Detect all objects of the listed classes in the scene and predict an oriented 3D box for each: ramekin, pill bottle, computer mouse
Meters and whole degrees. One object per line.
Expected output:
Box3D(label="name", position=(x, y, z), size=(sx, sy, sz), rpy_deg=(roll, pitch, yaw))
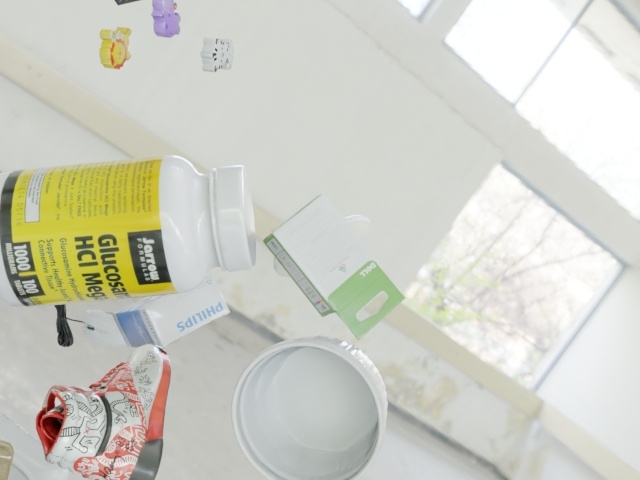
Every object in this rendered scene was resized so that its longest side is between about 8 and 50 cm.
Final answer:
Box3D(label="ramekin", position=(-0.007, 0.225, 1.226), size=(0.207, 0.207, 0.109), rpy_deg=(35, 13, 8))
Box3D(label="pill bottle", position=(-0.261, -0.016, 1.217), size=(0.334, 0.187, 0.188), rpy_deg=(-6, 1, 2))
Box3D(label="computer mouse", position=(-0.438, 0.169, 1.787), size=(0.193, 0.106, 0.042), rpy_deg=(6, 12, 11))

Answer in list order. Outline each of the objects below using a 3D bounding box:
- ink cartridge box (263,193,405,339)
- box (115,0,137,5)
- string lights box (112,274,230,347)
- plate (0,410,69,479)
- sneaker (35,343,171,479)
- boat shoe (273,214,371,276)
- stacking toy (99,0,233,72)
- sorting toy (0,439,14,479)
Box3D(label="ink cartridge box", position=(0.021, 0.044, 1.401), size=(0.209, 0.109, 0.062), rpy_deg=(51, -23, -1))
Box3D(label="box", position=(-0.322, -0.433, 1.470), size=(0.083, 0.052, 0.062), rpy_deg=(59, 22, -69))
Box3D(label="string lights box", position=(-0.272, 0.131, 1.623), size=(0.076, 0.133, 0.260), rpy_deg=(65, -25, -4))
Box3D(label="plate", position=(-0.578, 0.467, 1.648), size=(0.277, 0.278, 0.045), rpy_deg=(25, 17, 33))
Box3D(label="sneaker", position=(-0.277, 0.200, 1.163), size=(0.145, 0.090, 0.270), rpy_deg=(25, 24, -21))
Box3D(label="boat shoe", position=(0.000, 0.000, 1.583), size=(0.066, 0.184, 0.063), rpy_deg=(48, 15, -37))
Box3D(label="stacking toy", position=(-0.187, -0.312, 1.090), size=(0.167, 0.221, 0.052), rpy_deg=(10, 16, 22))
Box3D(label="sorting toy", position=(-0.564, 0.338, 1.146), size=(0.307, 0.229, 0.041), rpy_deg=(18, -31, -22))
